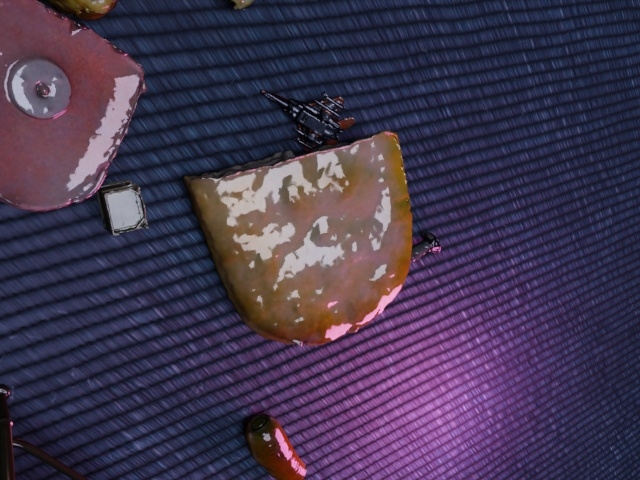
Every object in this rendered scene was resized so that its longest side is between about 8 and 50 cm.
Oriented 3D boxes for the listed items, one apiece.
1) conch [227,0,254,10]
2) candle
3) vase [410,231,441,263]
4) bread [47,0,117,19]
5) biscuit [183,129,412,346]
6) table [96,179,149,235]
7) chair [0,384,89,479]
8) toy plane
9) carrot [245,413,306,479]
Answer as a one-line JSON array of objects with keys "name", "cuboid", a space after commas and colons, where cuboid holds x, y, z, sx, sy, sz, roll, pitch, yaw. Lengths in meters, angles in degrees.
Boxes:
[{"name": "conch", "cuboid": [-0.125, -0.465, 0.991, 0.170, 0.079, 0.106, -37, 133, -27]}, {"name": "candle", "cuboid": [-0.412, -0.223, 0.842, 0.287, 0.131, 0.317, -33, 126, -29]}, {"name": "vase", "cuboid": [0.201, 0.039, 1.318, 0.167, 0.059, 0.059, -28, 115, -23]}, {"name": "bread", "cuboid": [-0.373, -0.448, 0.827, 0.222, 0.096, 0.181, 40, 77, -32]}, {"name": "biscuit", "cuboid": [-0.001, 0.000, 1.148, 0.429, 0.104, 0.446, -25, 114, -17]}, {"name": "table", "cuboid": [-0.331, -0.055, 0.952, 0.062, 0.083, 0.079, -16, 109, -27]}, {"name": "chair", "cuboid": [-0.457, 0.526, 0.821, 0.364, 0.410, 0.362, -46, 121, -14]}, {"name": "toy plane", "cuboid": [-0.030, -0.243, 1.106, 0.189, 0.061, 0.130, 20, 121, -30]}, {"name": "carrot", "cuboid": [-0.098, 0.458, 1.222, 0.087, 0.087, 0.193, -35, 119, -20]}]
